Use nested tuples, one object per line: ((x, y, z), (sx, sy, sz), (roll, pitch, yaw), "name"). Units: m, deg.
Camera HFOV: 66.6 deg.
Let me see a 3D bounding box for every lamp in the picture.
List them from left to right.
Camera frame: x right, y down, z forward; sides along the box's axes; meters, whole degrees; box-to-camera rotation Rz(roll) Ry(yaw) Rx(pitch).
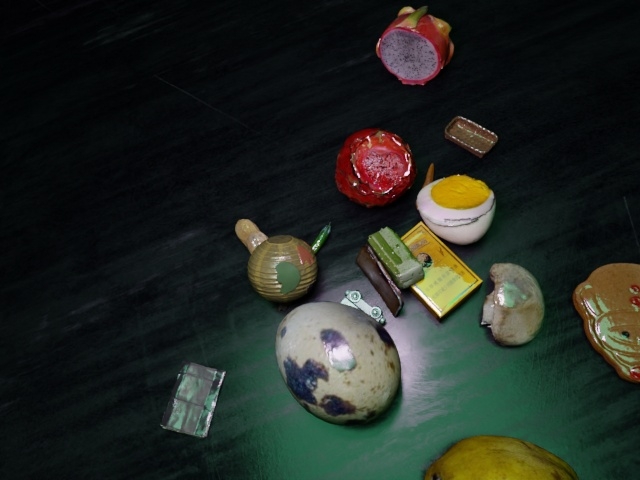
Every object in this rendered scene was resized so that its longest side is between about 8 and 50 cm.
((-0.131, 0.125, 1.708), (0.250, 0.250, 0.284), (2, 108, 11), "lamp")

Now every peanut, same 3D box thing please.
((-0.250, -0.002, 1.858), (0.099, 0.099, 0.214), (-37, 60, -7), "peanut")

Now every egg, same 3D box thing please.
((0.046, 0.362, 1.502), (0.345, 0.345, 0.428), (-44, 59, -9), "egg")
((0.478, -0.098, 1.726), (0.264, 0.174, 0.286), (-19, 41, -4), "egg")

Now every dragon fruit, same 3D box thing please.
((0.200, -0.257, 1.770), (0.296, 0.301, 0.295), (-1, 71, 4), "dragon fruit")
((0.400, -0.811, 1.982), (0.305, 0.305, 0.225), (25, 66, 19), "dragon fruit")

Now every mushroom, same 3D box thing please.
((0.628, 0.197, 1.566), (0.190, 0.164, 0.267), (11, 69, 16), "mushroom")

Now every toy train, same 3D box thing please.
((0.142, 0.245, 1.688), (0.172, 0.070, 0.099), (38, 85, 21), "toy train")

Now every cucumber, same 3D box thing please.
((0.000, 0.000, 1.833), (0.039, 0.039, 0.168), (29, 77, 20), "cucumber")

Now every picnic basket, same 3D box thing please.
((0.581, -0.400, 1.891), (0.193, 0.055, 0.110), (36, 77, 22), "picnic basket")

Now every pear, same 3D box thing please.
((0.483, 0.697, 1.287), (0.414, 0.352, 0.351), (-3, 66, 1), "pear")

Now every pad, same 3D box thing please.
((-0.438, 0.548, 1.687), (0.174, 0.022, 0.233), (10, 68, 15), "pad")

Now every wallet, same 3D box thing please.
((0.207, 0.137, 1.687), (0.031, 0.137, 0.255), (-23, 64, -22), "wallet")

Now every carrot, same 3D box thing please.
((0.405, -0.206, 1.850), (0.048, 0.048, 0.216), (14, 66, 16), "carrot")

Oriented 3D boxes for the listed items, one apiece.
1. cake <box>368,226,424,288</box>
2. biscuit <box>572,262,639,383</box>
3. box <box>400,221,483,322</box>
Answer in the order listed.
((0.248, 0.041, 1.649), (0.100, 0.099, 0.235), (-30, 63, -3), "cake")
((0.994, 0.255, 1.533), (0.359, 0.074, 0.381), (3, 64, 13), "biscuit")
((0.382, 0.105, 1.693), (0.193, 0.084, 0.301), (-39, 66, -7), "box")
